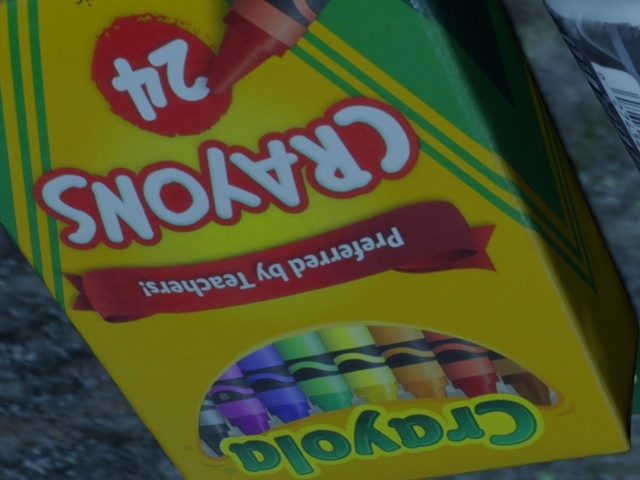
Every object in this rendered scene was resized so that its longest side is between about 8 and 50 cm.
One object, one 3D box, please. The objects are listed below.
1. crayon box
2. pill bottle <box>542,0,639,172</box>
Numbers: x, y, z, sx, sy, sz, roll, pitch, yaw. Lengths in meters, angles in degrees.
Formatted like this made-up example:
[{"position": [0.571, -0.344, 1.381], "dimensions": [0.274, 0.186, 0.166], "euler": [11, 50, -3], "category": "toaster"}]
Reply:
[{"position": [0.000, 0.000, 0.629], "dimensions": [0.202, 0.081, 0.318], "euler": [-13, 127, 25], "category": "crayon box"}, {"position": [0.181, -0.023, 0.524], "dimensions": [0.130, 0.130, 0.245], "euler": [-18, 125, 29], "category": "pill bottle"}]
